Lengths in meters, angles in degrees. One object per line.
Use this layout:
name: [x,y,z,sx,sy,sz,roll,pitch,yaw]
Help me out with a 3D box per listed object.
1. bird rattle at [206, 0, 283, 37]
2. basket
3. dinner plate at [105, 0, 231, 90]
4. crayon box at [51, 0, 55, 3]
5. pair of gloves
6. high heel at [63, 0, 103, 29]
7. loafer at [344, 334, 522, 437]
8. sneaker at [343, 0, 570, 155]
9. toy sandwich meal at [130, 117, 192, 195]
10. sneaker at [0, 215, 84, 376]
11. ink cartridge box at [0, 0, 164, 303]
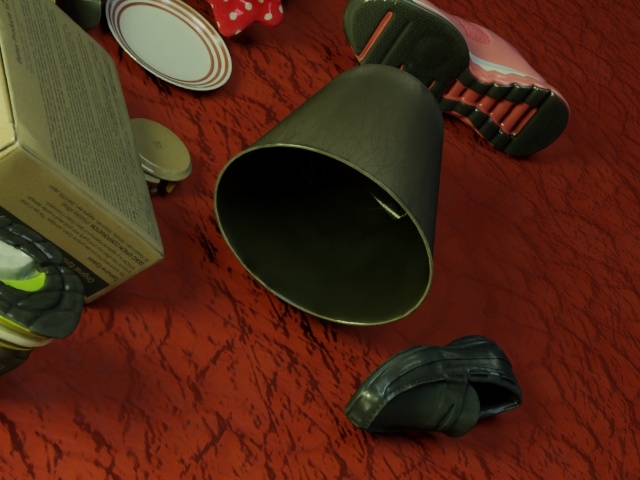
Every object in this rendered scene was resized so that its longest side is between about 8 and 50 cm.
bird rattle: [-0.089,-0.315,1.670,0.207,0.143,0.253,33,41,15]
basket: [0.031,-0.057,1.409,0.204,0.154,0.227,34,33,-4]
dinner plate: [-0.151,-0.196,1.533,0.141,0.017,0.141,27,36,-22]
crayon box: [-0.358,-0.310,1.311,0.318,0.081,0.202,42,27,-39]
pair of gloves: [0.000,0.000,1.463,0.198,0.023,0.159,15,44,-32]
high heel: [-0.188,-0.348,1.455,0.093,0.261,0.186,16,42,-13]
loafer: [0.106,0.135,1.369,0.078,0.076,0.223,48,30,23]
sneaker: [0.140,-0.205,1.772,0.314,0.116,0.136,27,26,-31]
toy sandwich meal: [-0.152,-0.074,1.390,0.085,0.029,0.086,28,32,-19]
sneaker: [-0.316,0.014,1.045,0.300,0.121,0.111,32,32,-17]
ink cartridge box: [-0.228,-0.094,1.223,0.193,0.088,0.235,42,24,-49]
